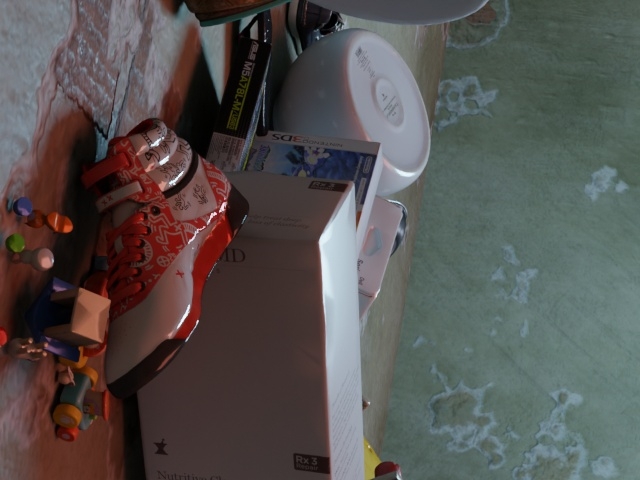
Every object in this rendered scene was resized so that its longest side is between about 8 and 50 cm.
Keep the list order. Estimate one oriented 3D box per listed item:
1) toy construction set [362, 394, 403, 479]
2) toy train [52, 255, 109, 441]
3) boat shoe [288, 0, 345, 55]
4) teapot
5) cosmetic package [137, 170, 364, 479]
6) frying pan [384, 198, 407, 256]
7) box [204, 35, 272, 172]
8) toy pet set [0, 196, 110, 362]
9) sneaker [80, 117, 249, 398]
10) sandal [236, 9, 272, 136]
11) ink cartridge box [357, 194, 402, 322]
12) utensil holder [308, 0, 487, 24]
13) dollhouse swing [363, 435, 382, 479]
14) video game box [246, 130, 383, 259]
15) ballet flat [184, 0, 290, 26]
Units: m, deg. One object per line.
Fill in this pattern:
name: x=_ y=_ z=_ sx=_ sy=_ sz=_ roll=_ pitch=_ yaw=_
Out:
toy construction set: x=-0.027 y=0.365 z=1.840 sx=0.257 sy=0.309 sz=0.237 roll=16 pitch=125 yaw=-48
toy train: x=-0.203 y=0.102 z=1.380 sx=0.125 sy=0.046 sz=0.166 roll=-28 pitch=125 yaw=-77
boat shoe: x=0.001 y=-0.302 z=2.147 sx=0.206 sy=0.064 sz=0.075 roll=47 pitch=51 yaw=-77
teapot: x=0.019 y=-0.157 z=2.068 sx=0.256 sy=0.187 sz=0.253 roll=20 pitch=56 yaw=-53
cosmetic package: x=-0.073 y=0.127 z=1.572 sx=0.156 sy=0.217 sz=0.385 roll=-62 pitch=151 yaw=-58
frying pan: x=0.027 y=-0.013 z=2.093 sx=0.053 sy=0.197 sz=0.326 roll=63 pitch=2 yaw=23
box: x=-0.102 y=-0.102 z=1.693 sx=0.184 sy=0.045 sz=0.191 roll=102 pitch=1 yaw=-59
toy pet set: x=-0.231 y=0.044 z=1.215 sx=0.114 sy=0.065 sz=0.122 roll=28 pitch=62 yaw=-42
sneaker: x=-0.164 y=0.005 z=1.306 sx=0.145 sy=0.090 sz=0.270 roll=46 pitch=39 yaw=-20
sandal: x=-0.082 y=-0.215 z=1.819 sx=0.067 sy=0.040 sz=0.179 roll=-61 pitch=155 yaw=-75
ink cartridge box: x=-0.014 y=0.079 z=1.941 sx=0.273 sy=0.114 sz=0.198 roll=-60 pitch=-173 yaw=38
utensil holder: x=0.102 y=-0.502 z=1.843 sx=0.327 sy=0.327 sz=0.386 roll=67 pitch=34 yaw=-71
dollhouse swing: x=-0.079 y=0.410 z=2.213 sx=0.315 sy=0.305 sz=0.347 roll=56 pitch=12 yaw=-3
video game box: x=-0.035 y=-0.045 z=1.805 sx=0.048 sy=0.187 sz=0.205 roll=81 pitch=19 yaw=-47
ballet flat: x=0.011 y=-0.319 z=1.594 sx=0.116 sy=0.342 sz=0.124 roll=-154 pitch=-128 yaw=-70
